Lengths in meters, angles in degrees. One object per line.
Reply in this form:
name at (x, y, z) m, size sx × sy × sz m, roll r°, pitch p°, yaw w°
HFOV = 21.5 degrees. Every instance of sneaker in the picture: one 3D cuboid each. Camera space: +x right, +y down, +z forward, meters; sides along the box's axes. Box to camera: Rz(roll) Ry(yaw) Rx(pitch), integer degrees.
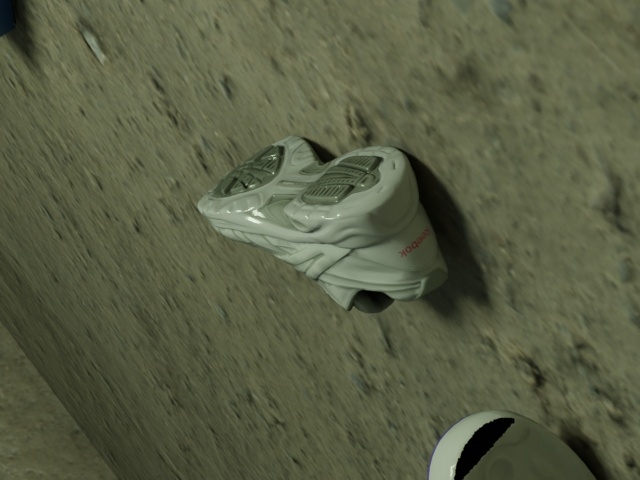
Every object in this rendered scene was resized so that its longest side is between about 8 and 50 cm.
sneaker at (0.000, 0.000, 1.117) m, size 0.115 × 0.090 × 0.232 m, roll 59°, pitch 160°, yaw -22°
sneaker at (0.110, 0.234, 1.183) m, size 0.236 × 0.130 × 0.323 m, roll 11°, pitch 139°, yaw 56°

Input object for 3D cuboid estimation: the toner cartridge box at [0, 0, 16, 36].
toner cartridge box at (-0.335, -0.306, 1.373) m, size 0.165 × 0.075 × 0.348 m, roll 50°, pitch 160°, yaw 17°
